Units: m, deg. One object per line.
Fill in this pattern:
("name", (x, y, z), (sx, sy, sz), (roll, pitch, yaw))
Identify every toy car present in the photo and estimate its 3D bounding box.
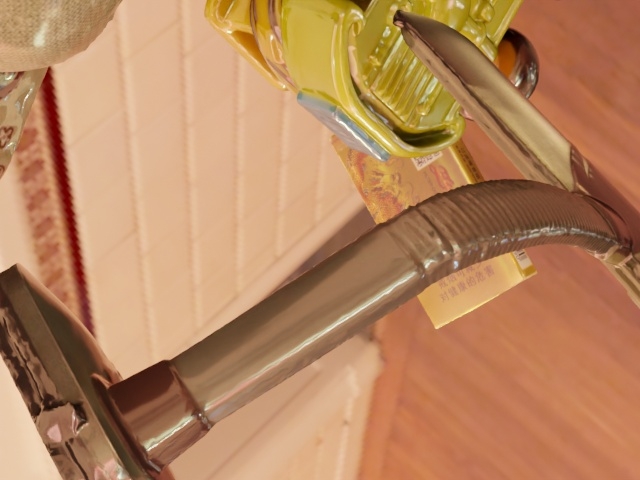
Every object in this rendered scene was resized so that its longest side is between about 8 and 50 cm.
("toy car", (0.047, -0.173, 0.771), (0.142, 0.248, 0.200), (27, 171, 35))

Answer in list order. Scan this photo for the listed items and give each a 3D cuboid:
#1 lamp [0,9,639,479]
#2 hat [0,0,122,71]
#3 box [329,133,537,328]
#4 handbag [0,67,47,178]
("lamp", (0.002, -0.005, 0.566), (0.203, 0.283, 0.124), (52, 156, 34))
("hat", (-0.123, -0.134, 0.495), (0.130, 0.257, 0.257), (7, 155, -8))
("box", (0.075, -0.025, 0.984), (0.089, 0.022, 0.156), (-35, 82, 36))
("handbag", (-0.217, -0.148, 0.776), (0.127, 0.235, 0.213), (9, 166, 37))
